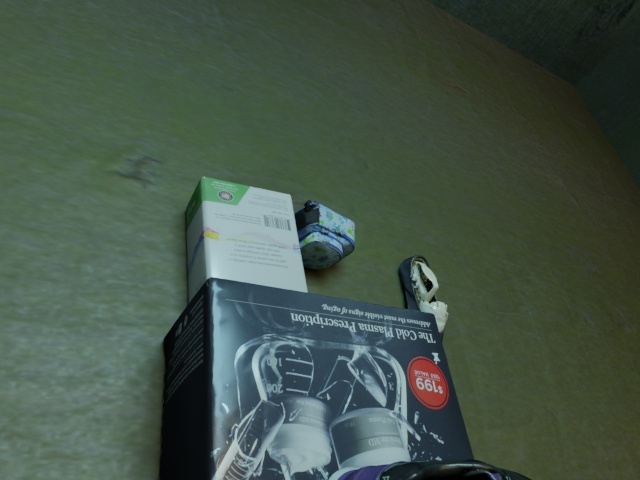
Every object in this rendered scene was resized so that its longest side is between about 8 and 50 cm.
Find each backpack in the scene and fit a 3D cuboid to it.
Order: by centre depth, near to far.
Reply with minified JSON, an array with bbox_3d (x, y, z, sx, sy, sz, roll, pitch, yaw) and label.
[{"bbox_3d":[0.000,0.000,0.850,0.114,0.105,0.084,20,54,-34],"label":"backpack"}]

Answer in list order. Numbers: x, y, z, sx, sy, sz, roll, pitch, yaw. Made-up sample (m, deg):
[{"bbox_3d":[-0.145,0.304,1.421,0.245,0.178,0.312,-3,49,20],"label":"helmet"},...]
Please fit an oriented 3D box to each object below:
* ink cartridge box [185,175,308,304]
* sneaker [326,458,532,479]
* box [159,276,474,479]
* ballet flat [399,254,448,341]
[{"bbox_3d":[-0.114,0.026,0.750,0.154,0.093,0.213,9,51,-31],"label":"ink cartridge box"},{"bbox_3d":[0.149,0.262,0.476,0.283,0.124,0.107,14,52,-29],"label":"sneaker"},{"bbox_3d":[-0.002,0.242,0.600,0.342,0.179,0.313,12,52,-30],"label":"box"},{"bbox_3d":[0.196,0.113,0.933,0.074,0.074,0.203,13,51,-29],"label":"ballet flat"}]
